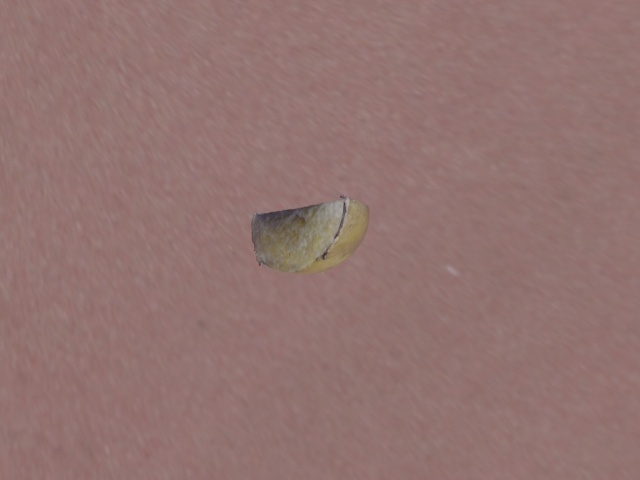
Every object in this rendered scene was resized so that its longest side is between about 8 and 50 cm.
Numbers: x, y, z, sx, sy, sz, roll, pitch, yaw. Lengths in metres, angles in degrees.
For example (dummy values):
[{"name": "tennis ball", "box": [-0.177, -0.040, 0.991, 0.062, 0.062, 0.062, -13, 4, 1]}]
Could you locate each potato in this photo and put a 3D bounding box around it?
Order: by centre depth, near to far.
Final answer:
[{"name": "potato", "box": [0.000, 0.001, 1.048, 0.036, 0.093, 0.037, 8, 81, -32]}]
